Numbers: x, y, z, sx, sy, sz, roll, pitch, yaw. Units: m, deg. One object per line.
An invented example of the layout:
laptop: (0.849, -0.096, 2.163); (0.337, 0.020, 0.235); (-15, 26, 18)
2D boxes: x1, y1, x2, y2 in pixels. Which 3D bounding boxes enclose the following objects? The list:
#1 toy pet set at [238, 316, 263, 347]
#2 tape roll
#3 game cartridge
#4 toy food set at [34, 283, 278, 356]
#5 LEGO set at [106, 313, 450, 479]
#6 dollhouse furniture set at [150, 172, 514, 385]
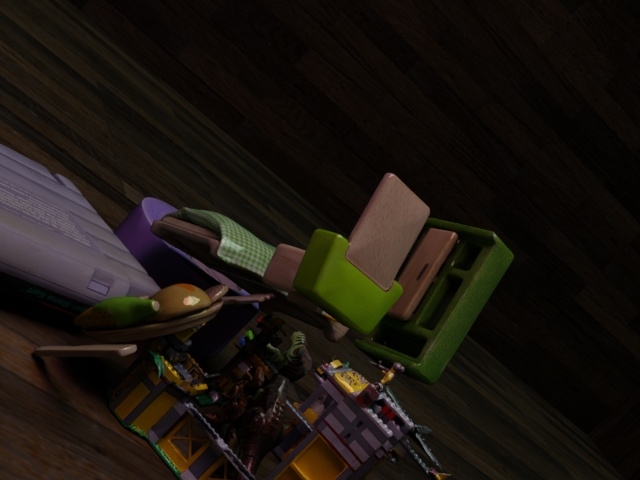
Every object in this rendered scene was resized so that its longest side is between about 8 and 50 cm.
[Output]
toy pet set: (-0.126, 0.078, 1.289); (0.122, 0.065, 0.114); (-40, 119, -79)
tape roll: (-0.162, 0.042, 1.147); (0.189, 0.080, 0.189); (42, 8, -7)
game cartridge: (-0.311, -0.040, 0.867); (0.230, 0.068, 0.355); (49, 9, 36)
toy food set: (-0.142, 0.056, 0.845); (0.192, 0.132, 0.038); (-18, 100, -53)
LEGO set: (-0.018, 0.145, 0.928); (0.255, 0.192, 0.331); (48, 9, 24)
dollhouse furniture set: (0.000, 0.000, 0.981); (0.197, 0.151, 0.301); (39, -14, -35)
